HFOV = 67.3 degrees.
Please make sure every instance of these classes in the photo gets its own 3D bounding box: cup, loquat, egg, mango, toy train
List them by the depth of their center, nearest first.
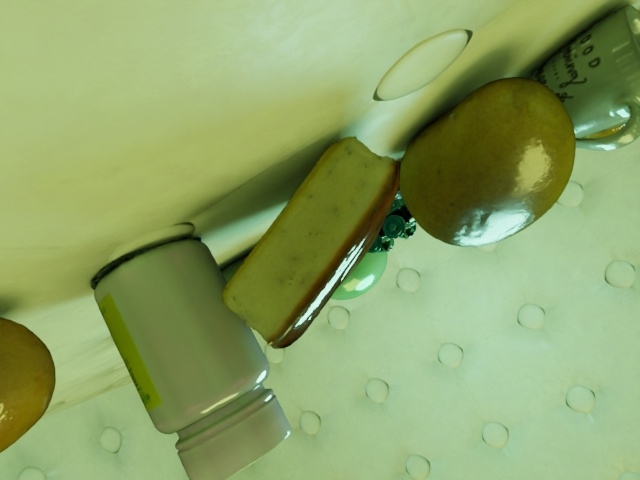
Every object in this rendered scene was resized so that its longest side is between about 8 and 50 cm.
[{"bbox_3d":[-0.487,0.205,0.655,0.238,0.193,0.238,-51,168,-15],"label":"loquat"},{"bbox_3d":[0.495,-0.257,0.888,0.186,0.258,0.234,30,143,-26],"label":"cup"},{"bbox_3d":[0.309,-0.143,0.921,0.445,0.301,0.221,88,22,-64],"label":"mango"},{"bbox_3d":[0.157,-0.052,1.271,0.198,0.154,0.107,-34,166,28],"label":"toy train"},{"bbox_3d":[0.081,0.062,1.463,0.269,0.220,0.220,-32,175,-35],"label":"egg"}]

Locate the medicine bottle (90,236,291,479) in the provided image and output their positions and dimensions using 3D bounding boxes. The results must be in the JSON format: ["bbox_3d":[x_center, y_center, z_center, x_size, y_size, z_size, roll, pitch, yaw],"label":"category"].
[{"bbox_3d":[-0.216,0.200,0.832,0.213,0.379,0.213,-29,171,-5],"label":"medicine bottle"}]

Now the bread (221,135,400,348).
[{"bbox_3d":[-0.006,0.015,0.841,0.333,0.143,0.323,-54,173,-5],"label":"bread"}]

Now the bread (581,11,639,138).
[{"bbox_3d":[0.745,-0.368,1.088,0.398,0.215,0.398,-29,172,-4],"label":"bread"}]

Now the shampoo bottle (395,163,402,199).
[{"bbox_3d":[0.190,-0.137,1.149,0.309,0.071,0.098,-24,171,-25],"label":"shampoo bottle"}]

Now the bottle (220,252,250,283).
[{"bbox_3d":[-0.179,0.121,1.210,0.347,0.168,0.168,-24,171,4],"label":"bottle"}]
